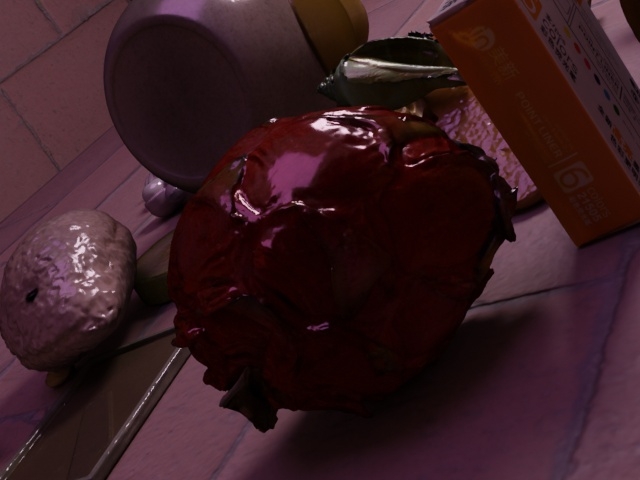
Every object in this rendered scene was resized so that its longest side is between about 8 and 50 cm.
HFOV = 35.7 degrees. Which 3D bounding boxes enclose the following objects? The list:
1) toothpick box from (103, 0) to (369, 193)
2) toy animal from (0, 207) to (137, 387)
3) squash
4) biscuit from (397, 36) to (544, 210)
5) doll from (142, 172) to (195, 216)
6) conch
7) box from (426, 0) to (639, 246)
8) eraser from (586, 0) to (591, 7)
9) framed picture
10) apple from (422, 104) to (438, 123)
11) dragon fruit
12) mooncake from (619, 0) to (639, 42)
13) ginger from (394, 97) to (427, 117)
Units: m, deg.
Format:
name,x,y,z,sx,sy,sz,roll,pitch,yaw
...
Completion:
name,x,y,z,sx,sy,sz,roll,pitch,yaw
toothpick box,-0.138,-0.303,1.730,0.409,0.409,0.425,-21,12,34
toy animal,-0.387,0.069,1.508,0.226,0.188,0.358,-41,20,17
squash,-0.196,0.009,1.621,0.252,0.049,0.252,-29,19,11
biscuit,0.203,-0.159,1.210,0.216,0.047,0.340,-37,45,17
doll,-0.306,-0.138,2.102,0.160,0.094,0.365,-36,18,3
conch,0.080,-0.209,1.255,0.200,0.095,0.079,-16,-8,19
box,0.232,-0.161,0.988,0.091,0.274,0.221,-27,21,32
eraser,0.309,-0.292,1.453,0.171,0.087,0.290,-9,28,23
framed picture,-0.294,0.226,1.289,0.240,0.020,0.324,-22,22,30
apple,0.188,-0.163,1.328,0.114,0.102,0.099,-35,20,-4
dragon fruit,0.013,0.014,0.913,0.342,0.277,0.277,-51,22,-11
mooncake,0.421,-0.270,1.043,0.234,0.235,0.117,-12,31,47
ginger,0.129,-0.182,1.432,0.157,0.102,0.216,-38,-11,-30
